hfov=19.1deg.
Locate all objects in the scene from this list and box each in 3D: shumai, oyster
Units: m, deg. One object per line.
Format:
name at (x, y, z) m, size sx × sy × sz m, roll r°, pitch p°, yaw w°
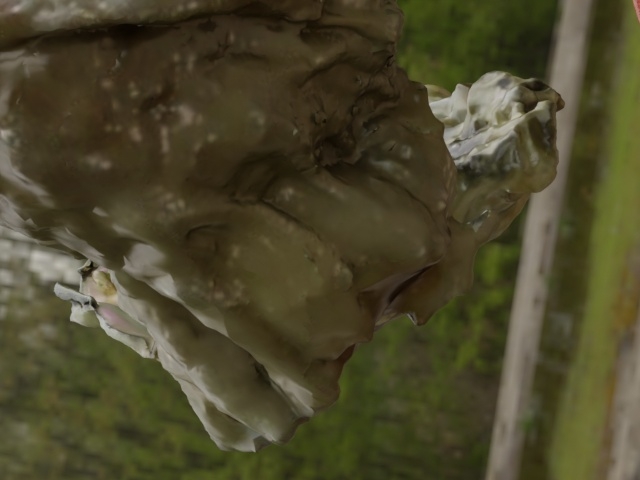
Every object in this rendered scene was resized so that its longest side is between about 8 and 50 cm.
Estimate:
shumai at (-0.067, -0.019, 0.866) m, size 0.314 × 0.267 × 0.262 m, roll -26°, pitch -76°, yaw -65°
oyster at (0.000, 0.004, 1.085) m, size 0.354 × 0.107 × 0.201 m, roll -16°, pitch 26°, yaw 51°

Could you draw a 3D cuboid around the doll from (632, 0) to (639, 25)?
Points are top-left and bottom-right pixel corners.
doll at (0.191, -0.224, 1.087) m, size 0.076 × 0.142 × 0.245 m, roll -23°, pitch 79°, yaw 57°
